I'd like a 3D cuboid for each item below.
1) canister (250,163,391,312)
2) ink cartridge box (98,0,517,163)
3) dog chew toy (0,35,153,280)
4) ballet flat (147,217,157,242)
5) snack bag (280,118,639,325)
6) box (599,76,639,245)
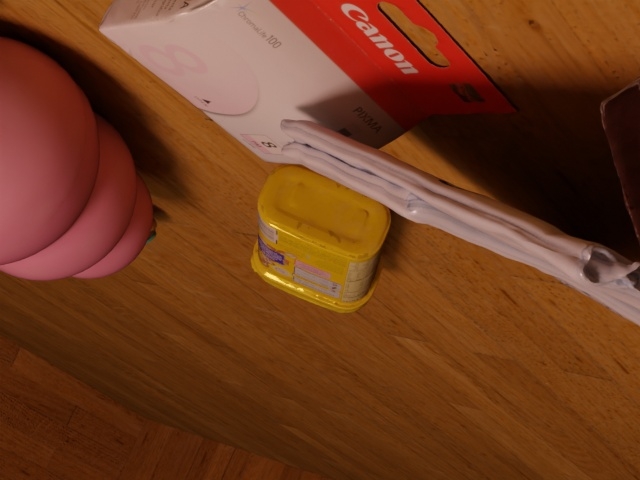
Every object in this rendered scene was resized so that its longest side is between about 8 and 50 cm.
[{"bbox_3d":[0.000,0.000,1.151,0.126,0.073,0.170,23,162,5],"label":"canister"},{"bbox_3d":[-0.013,-0.117,0.844,0.232,0.066,0.189,11,160,47],"label":"ink cartridge box"},{"bbox_3d":[-0.268,-0.055,1.159,0.207,0.206,0.332,16,170,25],"label":"dog chew toy"},{"bbox_3d":[-0.261,-0.026,1.474,0.206,0.073,0.067,-4,120,53],"label":"ballet flat"},{"bbox_3d":[0.170,0.022,0.804,0.323,0.037,0.342,23,-176,-34],"label":"snack bag"},{"bbox_3d":[0.321,0.025,0.543,0.191,0.143,0.381,-37,124,28],"label":"box"}]
